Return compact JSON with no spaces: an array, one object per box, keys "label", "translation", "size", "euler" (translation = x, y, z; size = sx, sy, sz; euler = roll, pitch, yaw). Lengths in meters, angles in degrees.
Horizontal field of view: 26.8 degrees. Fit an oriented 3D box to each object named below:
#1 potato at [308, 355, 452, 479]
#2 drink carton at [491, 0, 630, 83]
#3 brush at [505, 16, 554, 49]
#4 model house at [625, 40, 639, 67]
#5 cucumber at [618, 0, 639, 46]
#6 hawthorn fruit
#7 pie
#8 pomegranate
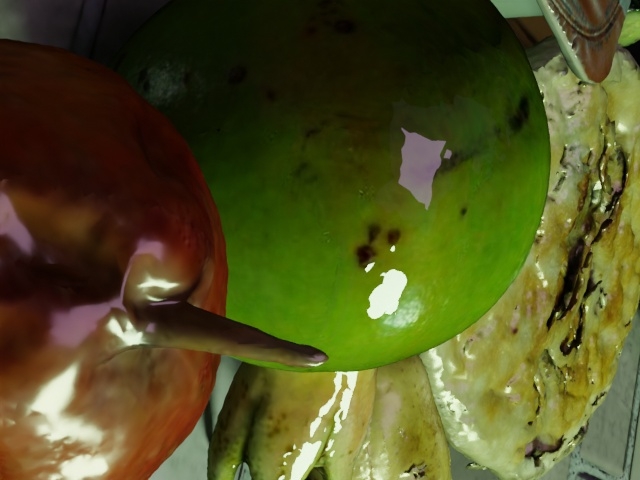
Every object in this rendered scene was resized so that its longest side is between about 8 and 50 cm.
[{"label":"potato","translation":[0.037,0.136,0.828],"size":[0.107,0.080,0.170],"euler":[-37,117,-60]},{"label":"drink carton","translation":[0.078,-0.204,0.788],"size":[0.185,0.189,0.191],"euler":[43,57,-42]},{"label":"brush","translation":[0.176,-0.117,1.031],"size":[0.233,0.047,0.103],"euler":[33,66,-49]},{"label":"model house","translation":[0.379,-0.188,1.220],"size":[0.271,0.190,0.301],"euler":[41,41,-39]},{"label":"cucumber","translation":[0.230,-0.296,1.074],"size":[0.067,0.067,0.294],"euler":[24,60,-49]},{"label":"hawthorn fruit","translation":[-0.117,0.020,0.485],"size":[0.210,0.262,0.210],"euler":[7,81,-51]},{"label":"pie","translation":[0.161,0.018,0.952],"size":[0.339,0.077,0.339],"euler":[-21,117,-48]},{"label":"pomegranate","translation":[0.000,0.000,0.685],"size":[0.236,0.236,0.302],"euler":[-23,120,-49]}]
